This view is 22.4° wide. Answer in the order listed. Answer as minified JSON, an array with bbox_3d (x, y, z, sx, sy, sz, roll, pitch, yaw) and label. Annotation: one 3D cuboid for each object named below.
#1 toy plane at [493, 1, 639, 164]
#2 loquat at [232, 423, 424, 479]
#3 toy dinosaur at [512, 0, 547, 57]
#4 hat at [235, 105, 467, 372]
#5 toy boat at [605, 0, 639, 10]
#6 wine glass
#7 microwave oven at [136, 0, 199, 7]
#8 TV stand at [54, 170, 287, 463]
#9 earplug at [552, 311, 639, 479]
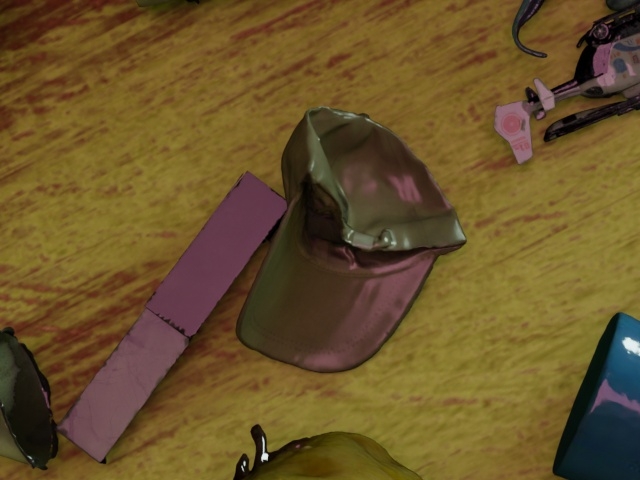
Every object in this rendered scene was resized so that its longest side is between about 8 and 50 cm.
[{"bbox_3d":[0.227,-0.134,1.298,0.197,0.053,0.078,-25,87,-3],"label":"toy plane"},{"bbox_3d":[-0.007,0.239,1.172,0.213,0.213,0.213,-1,80,6],"label":"loquat"},{"bbox_3d":[0.166,-0.242,1.325,0.080,0.045,0.197,3,73,-3],"label":"toy dinosaur"},{"bbox_3d":[0.000,0.000,1.285,0.173,0.166,0.144,-42,39,28],"label":"hat"},{"bbox_3d":[0.265,-0.277,1.259,0.134,0.079,0.208,30,110,-23],"label":"toy boat"},{"bbox_3d":[-0.312,0.149,1.269,0.183,0.122,0.122,-19,78,5],"label":"wine glass"},{"bbox_3d":[-0.053,-0.300,1.287,0.240,0.194,0.145,-11,74,4],"label":"microwave oven"},{"bbox_3d":[-0.115,0.063,1.300,0.049,0.040,0.256,35,85,10],"label":"TV stand"},{"bbox_3d":[0.323,0.165,1.198,0.273,0.132,0.132,23,83,6],"label":"earplug"}]
